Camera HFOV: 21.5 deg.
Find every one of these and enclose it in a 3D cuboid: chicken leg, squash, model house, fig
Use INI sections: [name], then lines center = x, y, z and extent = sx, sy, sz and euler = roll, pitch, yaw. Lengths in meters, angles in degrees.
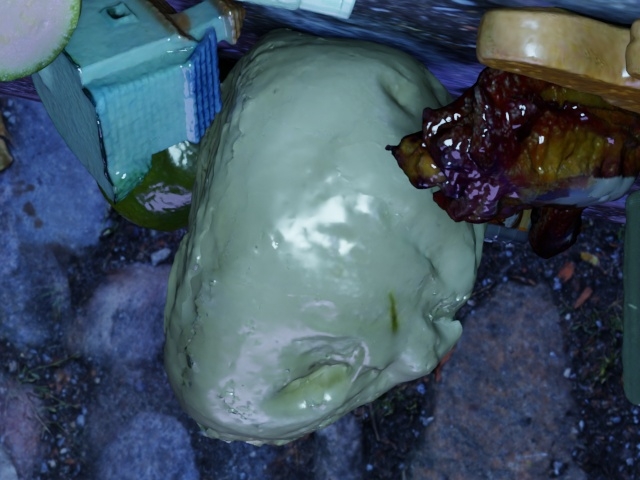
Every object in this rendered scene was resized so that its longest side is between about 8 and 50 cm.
[chicken leg]
center = 0.168, -0.052, 1.187
extent = 0.096, 0.158, 0.407
euler = 56, -170, 15
[squash]
center = -0.236, -0.178, 1.154
extent = 0.105, 0.105, 0.132
euler = 12, -164, -39
[model house]
center = -0.124, -0.128, 1.225
extent = 0.149, 0.119, 0.148
euler = -25, -135, -16
[fig]
center = -0.157, -0.134, 1.664
extent = 0.235, 0.203, 0.203
euler = 53, 165, -17

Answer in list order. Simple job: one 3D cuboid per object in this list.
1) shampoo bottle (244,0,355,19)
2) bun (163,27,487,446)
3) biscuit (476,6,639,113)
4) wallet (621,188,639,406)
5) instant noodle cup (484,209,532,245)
[shampoo bottle]
center = -0.072, -0.161, 0.949
extent = 0.191, 0.041, 0.069
euler = 11, 174, -7
[bun]
center = 0.000, 0.000, 1.340
extent = 0.235, 0.362, 0.326
euler = 11, -137, -9
[biscuit]
center = 0.246, -0.093, 0.989
extent = 0.334, 0.047, 0.202
euler = 11, -179, -44
[wallet]
center = 0.322, 0.033, 1.114
extent = 0.245, 0.168, 0.052
euler = -2, 165, 25
[instant noodle cup]
center = 0.163, -0.064, 1.730
extent = 0.178, 0.125, 0.208
euler = 12, 179, 3
